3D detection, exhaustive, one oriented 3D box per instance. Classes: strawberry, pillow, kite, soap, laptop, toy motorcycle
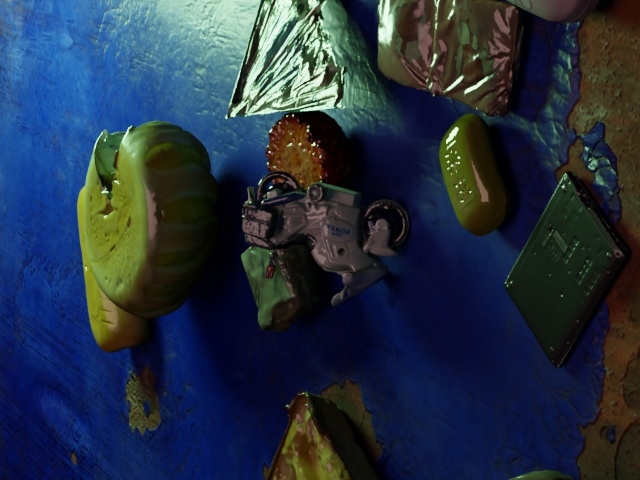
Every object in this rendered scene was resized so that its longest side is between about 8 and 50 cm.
[{"bbox_3d":[-0.011,-0.108,2.082,0.145,0.086,0.145,15,107,61],"label":"strawberry"},{"bbox_3d":[0.149,-0.230,1.827,0.248,0.049,0.135,28,118,52],"label":"pillow"},{"bbox_3d":[-0.023,-0.282,2.070,0.368,0.014,0.406,-49,38,32],"label":"kite"},{"bbox_3d":[0.174,-0.075,1.800,0.089,0.045,0.140,-48,52,56],"label":"soap"},{"bbox_3d":[0.259,0.033,1.692,0.129,0.016,0.180,62,144,38],"label":"laptop"},{"bbox_3d":[0.000,0.000,2.007,0.221,0.102,0.150,16,102,19],"label":"toy motorcycle"}]

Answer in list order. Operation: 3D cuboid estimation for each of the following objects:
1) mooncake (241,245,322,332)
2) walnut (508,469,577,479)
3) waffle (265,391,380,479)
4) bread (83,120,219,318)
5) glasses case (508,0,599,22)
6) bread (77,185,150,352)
[{"bbox_3d":[-0.046,0.054,2.175,0.130,0.073,0.125,-37,64,58],"label":"mooncake"},{"bbox_3d":[0.236,0.342,1.620,0.178,0.178,0.230,39,136,53],"label":"walnut"},{"bbox_3d":[0.001,0.415,2.131,0.304,0.077,0.348,61,142,39],"label":"waffle"},{"bbox_3d":[-0.255,-0.031,2.452,0.333,0.160,0.333,14,106,61],"label":"bread"},{"bbox_3d":[0.204,-0.322,1.687,0.297,0.075,0.113,43,130,52],"label":"glasses case"},{"bbox_3d":[-0.361,0.040,2.724,0.142,0.091,0.305,-16,80,55],"label":"bread"}]
